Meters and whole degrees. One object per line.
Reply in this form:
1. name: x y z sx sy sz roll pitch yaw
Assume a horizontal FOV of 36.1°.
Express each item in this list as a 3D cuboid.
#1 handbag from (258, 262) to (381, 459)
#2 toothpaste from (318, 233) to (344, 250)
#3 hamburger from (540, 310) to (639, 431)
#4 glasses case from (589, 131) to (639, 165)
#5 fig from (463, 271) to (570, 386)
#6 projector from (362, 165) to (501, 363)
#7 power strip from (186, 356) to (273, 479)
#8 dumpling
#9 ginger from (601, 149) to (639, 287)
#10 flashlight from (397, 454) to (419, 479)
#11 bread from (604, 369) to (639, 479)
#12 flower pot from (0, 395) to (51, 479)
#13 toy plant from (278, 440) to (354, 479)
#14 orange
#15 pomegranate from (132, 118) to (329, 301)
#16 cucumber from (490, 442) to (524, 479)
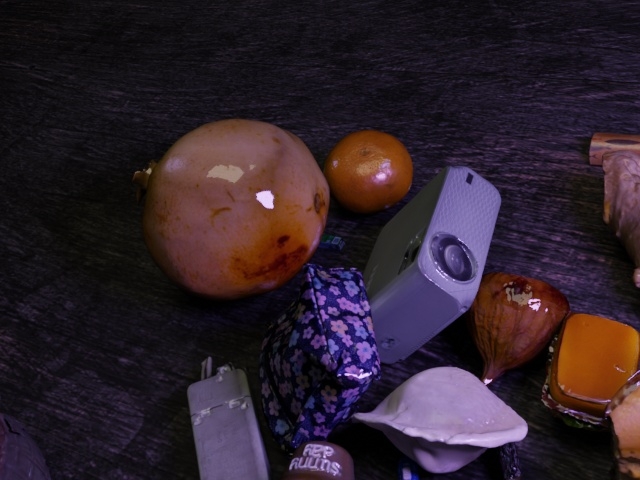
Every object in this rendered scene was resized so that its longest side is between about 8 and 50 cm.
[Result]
1. handbag: -0.004 0.166 1.327 0.127 0.208 0.229 11 40 -24
2. toothpaste: 0.000 0.000 1.667 0.083 0.017 0.020 10 48 30
3. hamburger: 0.355 0.177 1.266 0.137 0.087 0.166 17 51 16
4. glasses case: 0.541 -0.154 1.642 0.170 0.041 0.064 7 43 27
5. fig: 0.254 0.142 1.345 0.146 0.134 0.201 -11 52 57
6. projector: 0.153 0.033 1.424 0.108 0.198 0.250 34 44 -9
7. power strip: -0.130 0.265 1.365 0.093 0.053 0.288 -19 38 -1
8. dumpling: 0.140 0.228 1.234 0.216 0.126 0.166 32 24 37
9. ginger: 0.499 -0.022 1.430 0.190 0.126 0.354 -25 41 -2
10. flashlight: 0.112 0.319 1.227 0.057 0.035 0.121 -11 39 9
11. bread: 0.451 0.199 1.121 0.262 0.204 0.162 -35 39 -17
12. flower pot: -0.513 0.326 1.300 0.302 0.213 0.302 -9 40 8
13. toy plant: -0.017 0.343 1.191 0.143 0.105 0.200 5 48 12
14. orange: 0.083 -0.114 1.693 0.156 0.124 0.156 -6 57 9
15. pomegranate: -0.149 -0.054 1.572 0.319 0.319 0.319 -10 39 8
16. cucumber: 0.232 0.259 1.259 0.033 0.034 0.135 -16 38 8
